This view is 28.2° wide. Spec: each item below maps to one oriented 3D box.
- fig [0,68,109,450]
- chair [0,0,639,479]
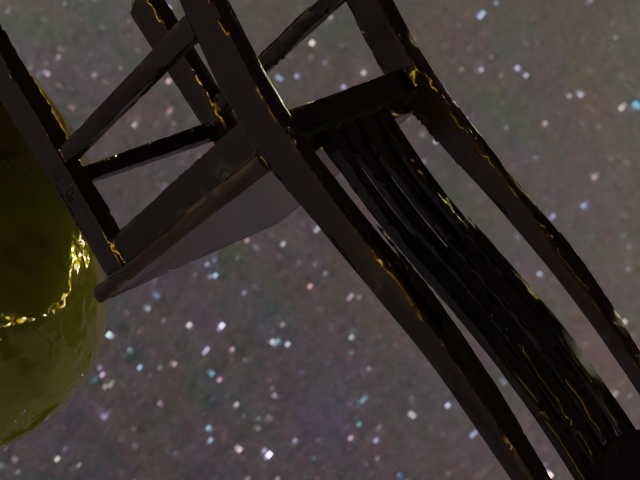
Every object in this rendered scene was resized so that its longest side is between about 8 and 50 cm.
[{"bbox_3d":[-0.305,0.020,0.933,0.343,0.343,0.343,29,-151,-18],"label":"fig"},{"bbox_3d":[0.000,0.000,0.364,0.084,0.101,0.212,-26,-97,-48],"label":"chair"}]
